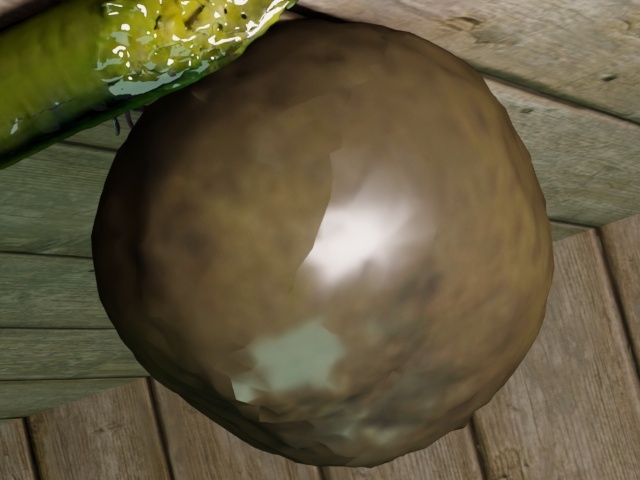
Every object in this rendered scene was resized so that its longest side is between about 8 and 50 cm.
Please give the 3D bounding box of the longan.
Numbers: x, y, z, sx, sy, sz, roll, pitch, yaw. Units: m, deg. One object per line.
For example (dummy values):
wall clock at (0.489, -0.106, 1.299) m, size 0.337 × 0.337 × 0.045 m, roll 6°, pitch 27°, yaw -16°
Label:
longan at (0.006, -0.005, 1.621) m, size 0.404 × 0.404 × 0.436 m, roll -19°, pitch 142°, yaw 25°

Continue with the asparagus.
asparagus at (-0.185, -0.146, 1.411) m, size 0.382 × 0.108 × 0.128 m, roll -21°, pitch 166°, yaw 24°

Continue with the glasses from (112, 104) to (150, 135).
glasses at (-0.182, -0.128, 1.707) m, size 0.103 × 0.063 × 0.140 m, roll 5°, pitch -178°, yaw 35°
